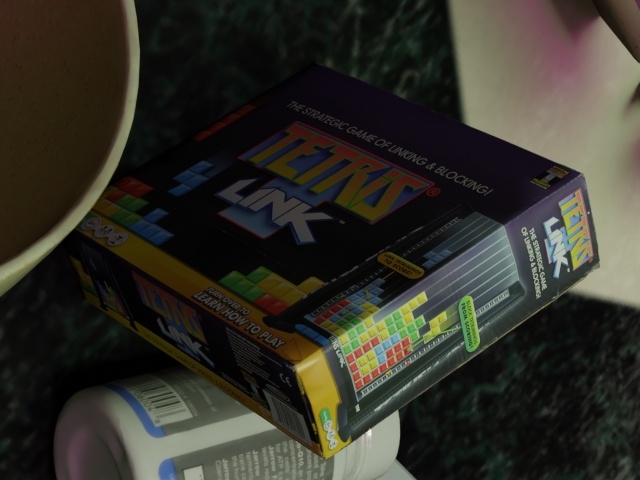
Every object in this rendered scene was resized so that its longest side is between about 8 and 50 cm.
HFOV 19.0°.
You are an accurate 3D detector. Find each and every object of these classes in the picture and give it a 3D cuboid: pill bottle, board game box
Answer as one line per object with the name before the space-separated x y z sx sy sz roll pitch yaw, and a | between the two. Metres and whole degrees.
pill bottle | -0.038 0.088 0.822 0.137 0.078 0.078 -11 117 -35
board game box | 0.000 0.000 0.750 0.141 0.170 0.048 -34 126 -24

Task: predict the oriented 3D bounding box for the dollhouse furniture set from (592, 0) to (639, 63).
dollhouse furniture set | 0.253 -0.084 0.793 0.198 0.303 0.286 -33 131 6

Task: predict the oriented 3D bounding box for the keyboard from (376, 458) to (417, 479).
keyboard | 0.048 0.171 0.979 0.072 0.014 0.256 -54 133 -13

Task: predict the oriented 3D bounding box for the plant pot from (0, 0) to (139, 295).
plant pot | -0.218 -0.047 0.515 0.284 0.284 0.191 6 142 -41
